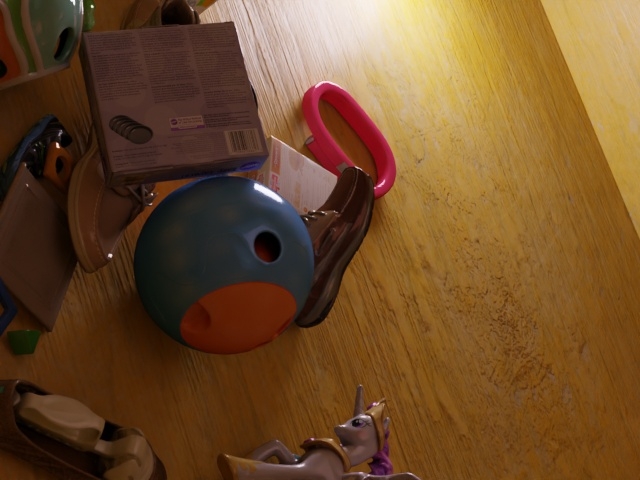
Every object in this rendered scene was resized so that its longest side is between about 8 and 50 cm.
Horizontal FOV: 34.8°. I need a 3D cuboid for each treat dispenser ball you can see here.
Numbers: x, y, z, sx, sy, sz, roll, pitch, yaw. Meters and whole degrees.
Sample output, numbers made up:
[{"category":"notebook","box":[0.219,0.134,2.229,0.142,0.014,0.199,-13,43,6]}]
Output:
[{"category":"treat dispenser ball","box":[-0.154,0.040,1.640,0.288,0.288,0.288,28,49,-37]}]

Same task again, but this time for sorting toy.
[{"category":"sorting toy","box":[-0.429,0.011,1.507,0.196,0.047,0.347,64,28,-45]}]

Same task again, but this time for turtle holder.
[{"category":"turtle holder","box":[-0.484,-0.357,1.581,0.320,0.243,0.227,-127,-163,-76]}]

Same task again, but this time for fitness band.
[{"category":"fitness band","box":[0.061,-0.217,2.253,0.291,0.054,0.209,50,36,-18]}]

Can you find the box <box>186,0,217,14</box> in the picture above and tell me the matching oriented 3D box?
[{"category":"box","box":[-0.223,-0.543,1.987,0.114,0.203,0.103,6,64,-48]}]

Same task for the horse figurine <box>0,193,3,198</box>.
[{"category":"horse figurine","box":[-0.571,-0.050,1.389,0.263,0.066,0.174,-27,90,-49]}]

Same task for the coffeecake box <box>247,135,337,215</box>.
[{"category":"coffeecake box","box":[-0.055,-0.098,2.023,0.185,0.068,0.142,30,49,-36]}]

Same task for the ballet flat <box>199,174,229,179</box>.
[{"category":"ballet flat","box":[-0.222,-0.182,1.887,0.070,0.070,0.188,-2,67,-50]}]

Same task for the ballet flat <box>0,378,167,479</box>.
[{"category":"ballet flat","box":[-0.325,0.280,1.428,0.342,0.124,0.116,37,44,-30]}]

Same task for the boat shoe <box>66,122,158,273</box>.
[{"category":"boat shoe","box":[-0.320,-0.095,1.626,0.121,0.110,0.341,78,11,-48]}]

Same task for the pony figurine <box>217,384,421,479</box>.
[{"category":"pony figurine","box":[0.035,0.439,1.673,0.363,0.303,0.351,-16,72,-37]}]

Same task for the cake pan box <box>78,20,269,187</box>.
[{"category":"cake pan box","box":[-0.226,-0.218,1.606,0.267,0.070,0.245,-10,75,-22]}]

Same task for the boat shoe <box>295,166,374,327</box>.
[{"category":"boat shoe","box":[0.000,0.000,1.925,0.120,0.122,0.324,30,71,-22]}]

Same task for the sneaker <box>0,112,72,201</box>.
[{"category":"sneaker","box":[-0.440,-0.125,1.588,0.078,0.067,0.188,43,39,-19]}]

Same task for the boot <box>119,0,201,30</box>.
[{"category":"boot","box":[-0.284,-0.375,1.807,0.095,0.203,0.262,21,53,-24]}]
